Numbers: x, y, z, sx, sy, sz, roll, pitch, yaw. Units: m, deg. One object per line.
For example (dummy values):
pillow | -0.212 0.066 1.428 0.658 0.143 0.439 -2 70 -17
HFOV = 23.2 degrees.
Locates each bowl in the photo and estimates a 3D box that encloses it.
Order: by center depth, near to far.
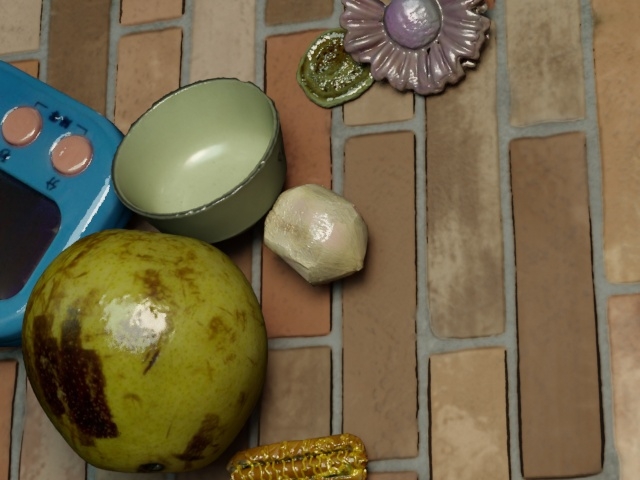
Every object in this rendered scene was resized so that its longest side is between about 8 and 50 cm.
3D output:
bowl | -0.128 -0.076 1.806 0.211 0.112 0.211 -12 48 13

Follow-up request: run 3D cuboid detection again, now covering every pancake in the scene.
pancake | 0.021 -0.207 1.869 0.108 0.017 0.108 -7 67 18

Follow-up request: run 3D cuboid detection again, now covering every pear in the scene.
pear | -0.192 0.121 1.699 0.283 0.283 0.284 -6 70 17

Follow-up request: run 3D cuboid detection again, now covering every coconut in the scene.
coconut | 0.000 0.000 1.758 0.124 0.110 0.110 37 87 32

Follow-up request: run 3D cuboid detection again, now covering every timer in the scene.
timer | -0.397 -0.048 1.904 0.340 0.115 0.309 29 82 25

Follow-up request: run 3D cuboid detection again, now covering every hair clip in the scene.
hair clip | 0.161 -0.304 1.815 0.300 0.069 0.173 -45 81 -2

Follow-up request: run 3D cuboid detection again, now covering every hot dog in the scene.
hot dog | -0.023 0.254 1.712 0.165 0.045 0.071 -12 67 16
